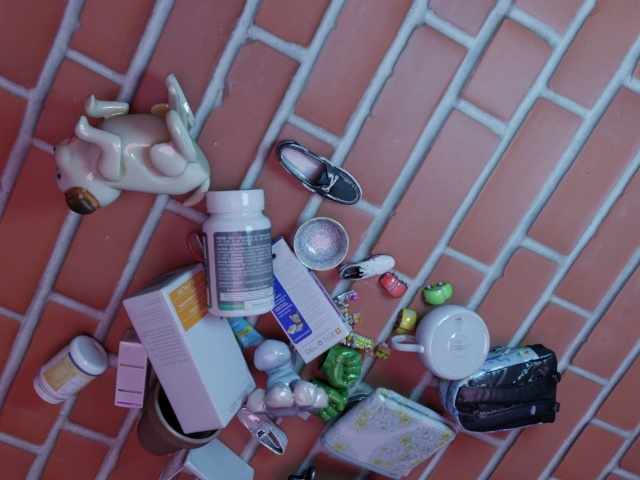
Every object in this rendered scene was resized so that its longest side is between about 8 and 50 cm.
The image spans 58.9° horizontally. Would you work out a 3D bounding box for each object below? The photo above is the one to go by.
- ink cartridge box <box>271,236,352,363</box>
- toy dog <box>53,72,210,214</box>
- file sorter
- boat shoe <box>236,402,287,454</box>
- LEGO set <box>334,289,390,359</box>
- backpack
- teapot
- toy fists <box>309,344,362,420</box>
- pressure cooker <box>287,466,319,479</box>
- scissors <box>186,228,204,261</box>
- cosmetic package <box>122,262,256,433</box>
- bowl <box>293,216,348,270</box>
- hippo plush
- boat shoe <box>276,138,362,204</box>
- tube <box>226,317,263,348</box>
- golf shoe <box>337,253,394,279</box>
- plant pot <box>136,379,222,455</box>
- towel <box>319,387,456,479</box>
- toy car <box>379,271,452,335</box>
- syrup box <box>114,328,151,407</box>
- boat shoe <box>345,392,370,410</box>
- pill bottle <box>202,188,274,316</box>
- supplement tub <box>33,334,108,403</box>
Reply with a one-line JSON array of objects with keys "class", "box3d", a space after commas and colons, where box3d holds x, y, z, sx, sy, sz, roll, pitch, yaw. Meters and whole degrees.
[{"class": "ink cartridge box", "box3d": [-0.075, 0.184, 1.783, 0.175, 0.069, 0.371, -36, 86, 16]}, {"class": "toy dog", "box3d": [-0.544, -0.235, 1.596, 0.407, 0.285, 0.395, -17, 144, 1]}, {"class": "file sorter", "box3d": [-0.394, 0.820, 1.943, 0.173, 0.193, 0.278, -41, 105, 12]}, {"class": "boat shoe", "box3d": [-0.198, 0.652, 1.959, 0.226, 0.076, 0.083, 40, 101, -13]}, {"class": "LEGO set", "box3d": [0.122, 0.311, 1.855, 0.132, 0.107, 0.287, -29, 106, 6]}, {"class": "backpack", "box3d": [0.575, 0.497, 1.882, 0.355, 0.273, 0.290, -17, 111, -21]}, {"class": "teapot", "box3d": [0.395, 0.316, 1.813, 0.256, 0.187, 0.253, 41, 81, -16]}, {"class": "toy fists", "box3d": [0.047, 0.483, 1.911, 0.142, 0.096, 0.279, 22, 104, -9]}, {"class": "pressure cooker", "box3d": [-0.002, 1.022, 1.934, 0.419, 0.370, 0.376, 13, 116, -6]}, {"class": "scissors", "box3d": [-0.322, 0.090, 1.779, 0.021, 0.109, 0.297, -6, 116, 42]}, {"class": "cosmetic package", "box3d": [-0.388, 0.324, 1.729, 0.161, 0.230, 0.454, -16, 103, 24]}, {"class": "bowl", "box3d": [0.000, 0.000, 1.767, 0.170, 0.080, 0.170, -1, 108, -3]}, {"class": "hippo plush", "box3d": [-0.100, 0.433, 1.813, 0.234, 0.237, 0.294, -15, 152, 14]}, {"class": "boat shoe", "box3d": [-0.004, -0.193, 1.701, 0.302, 0.091, 0.114, 28, 104, -11]}, {"class": "tube", "box3d": [-0.282, 0.265, 1.854, 0.080, 0.052, 0.207, -30, 111, 23]}, {"class": "golf shoe", "box3d": [0.150, 0.094, 1.802, 0.185, 0.086, 0.068, -14, 106, 0]}, {"class": "plant pot", "box3d": [-0.480, 0.586, 1.858, 0.263, 0.263, 0.229, 39, 120, -13]}, {"class": "towel", "box3d": [0.234, 0.659, 1.930, 0.374, 0.090, 0.320, 30, 117, -23]}, {"class": "toy car", "box3d": [0.328, 0.194, 1.858, 0.224, 0.053, 0.239, -17, 108, 2]}, {"class": "syrup box", "box3d": [-0.610, 0.421, 1.856, 0.096, 0.093, 0.237, 10, 107, -6]}, {"class": "boat shoe", "box3d": [0.183, 0.580, 1.963, 0.205, 0.065, 0.075, 8, 106, -5]}, {"class": "pill bottle", "box3d": [-0.244, 0.031, 1.681, 0.204, 0.204, 0.362, -2, 96, -2]}, {"class": "supplement tub", "box3d": [-0.801, 0.415, 1.818, 0.199, 0.144, 0.144, -38, 105, 9]}]
